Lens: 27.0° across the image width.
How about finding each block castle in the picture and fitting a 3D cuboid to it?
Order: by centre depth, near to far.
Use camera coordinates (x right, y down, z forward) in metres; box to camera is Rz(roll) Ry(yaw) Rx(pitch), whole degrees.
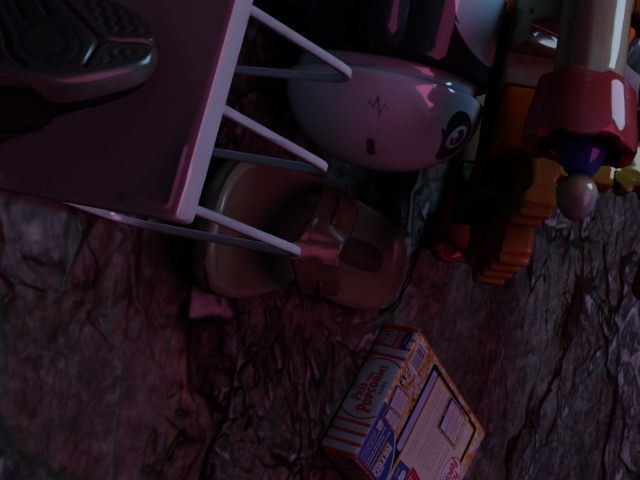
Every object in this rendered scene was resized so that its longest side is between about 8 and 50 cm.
[{"bbox_3d":[0.275,-0.050,1.166,0.453,0.303,0.213,115,-14,-76],"label":"block castle"}]

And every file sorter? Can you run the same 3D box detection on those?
[{"bbox_3d":[-0.086,-0.140,0.903,0.173,0.193,0.278,25,78,-55],"label":"file sorter"}]

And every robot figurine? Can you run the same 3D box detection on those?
[{"bbox_3d":[0.071,-0.195,1.105,0.209,0.173,0.278,14,86,-40],"label":"robot figurine"}]

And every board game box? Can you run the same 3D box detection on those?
[{"bbox_3d":[0.087,0.197,1.320,0.147,0.045,0.193,-59,138,-26],"label":"board game box"}]

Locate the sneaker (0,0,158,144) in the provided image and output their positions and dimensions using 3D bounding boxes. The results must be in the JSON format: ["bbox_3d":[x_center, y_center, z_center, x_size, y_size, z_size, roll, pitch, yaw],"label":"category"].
[{"bbox_3d":[-0.210,-0.076,0.787,0.227,0.087,0.130,-16,149,-19],"label":"sneaker"}]

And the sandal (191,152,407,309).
[{"bbox_3d":[0.001,-0.001,1.129,0.303,0.086,0.120,10,90,-53],"label":"sandal"}]

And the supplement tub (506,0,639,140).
[{"bbox_3d":[0.324,-0.220,1.404,0.338,0.207,0.207,8,91,-53],"label":"supplement tub"}]
